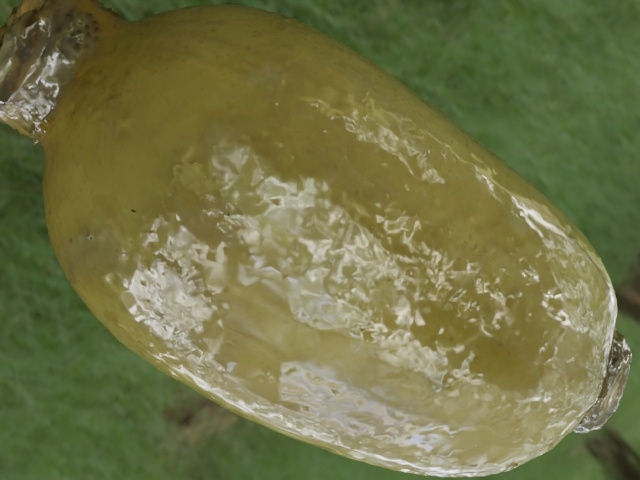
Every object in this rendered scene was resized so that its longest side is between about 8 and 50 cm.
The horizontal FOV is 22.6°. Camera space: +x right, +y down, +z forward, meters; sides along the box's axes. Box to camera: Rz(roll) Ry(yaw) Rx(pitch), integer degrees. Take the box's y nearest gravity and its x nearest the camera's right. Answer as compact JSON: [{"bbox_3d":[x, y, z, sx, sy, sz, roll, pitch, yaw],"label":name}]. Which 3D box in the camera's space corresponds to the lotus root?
[{"bbox_3d":[-0.001,0.003,0.631,0.146,0.303,0.131,-57,-165,6],"label":"lotus root"}]
